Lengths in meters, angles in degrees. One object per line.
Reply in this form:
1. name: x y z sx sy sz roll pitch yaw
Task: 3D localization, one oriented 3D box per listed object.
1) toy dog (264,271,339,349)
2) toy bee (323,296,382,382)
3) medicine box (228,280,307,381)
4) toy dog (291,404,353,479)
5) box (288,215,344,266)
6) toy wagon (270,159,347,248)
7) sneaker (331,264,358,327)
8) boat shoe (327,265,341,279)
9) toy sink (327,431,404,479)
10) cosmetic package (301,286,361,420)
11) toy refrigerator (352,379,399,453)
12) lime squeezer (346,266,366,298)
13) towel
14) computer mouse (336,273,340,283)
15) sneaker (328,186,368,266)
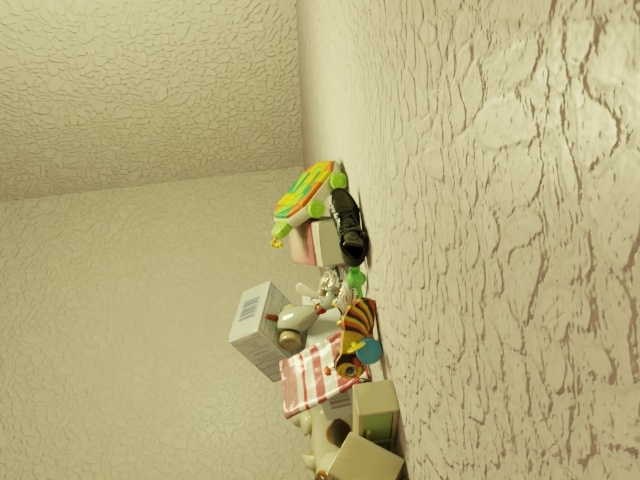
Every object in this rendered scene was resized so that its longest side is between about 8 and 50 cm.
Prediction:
1. toy dog: -0.078 0.250 2.100 0.334 0.161 0.220 -54 28 19
2. toy bee: 0.086 0.309 1.557 0.195 0.162 0.298 96 166 -68
3. medicine box: -0.193 0.359 2.263 0.289 0.149 0.263 51 -151 -29
4. toy dog: 0.078 0.848 2.334 0.408 0.284 0.395 -101 29 -43
5. box: 0.000 0.000 1.915 0.232 0.127 0.149 5 103 62
6. toy wagon: -0.061 -0.123 1.896 0.068 0.344 0.267 45 163 -23
7. sneaker: 0.081 0.185 1.926 0.088 0.092 0.225 109 154 -82
8. boat shoe: 0.054 0.067 2.067 0.095 0.079 0.254 161 92 -78
9. toy sink: 0.112 0.623 1.464 0.131 0.153 0.234 -52 -26 -35
10. cosmetic package: 0.048 0.421 2.202 0.453 0.161 0.230 -102 -2 -51
11. toy refrigerator: 0.140 0.476 1.495 0.269 0.102 0.094 87 174 -47
12. lime squeezer: 0.110 0.066 1.686 0.110 0.059 0.310 -34 -60 -60
13. towel: 0.005 0.441 1.961 0.037 0.329 0.237 50 -163 -36
14. computer mouse: 0.104 0.226 2.160 0.071 0.041 0.242 -105 2 -72
15. sneaker: 0.079 -0.042 1.573 0.130 0.087 0.227 125 135 -82
